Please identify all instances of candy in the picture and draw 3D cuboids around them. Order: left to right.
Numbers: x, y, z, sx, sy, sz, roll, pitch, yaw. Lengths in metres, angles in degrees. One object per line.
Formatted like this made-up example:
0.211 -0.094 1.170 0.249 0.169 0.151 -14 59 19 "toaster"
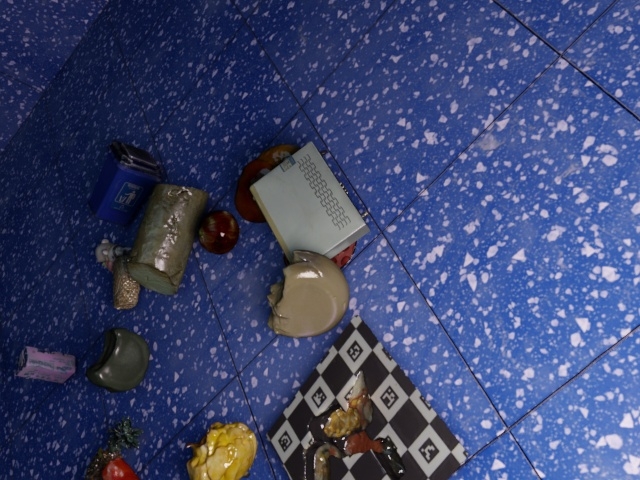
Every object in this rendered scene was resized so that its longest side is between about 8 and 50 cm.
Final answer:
-0.854 0.388 2.111 0.092 0.160 0.073 -41 45 32 "candy"

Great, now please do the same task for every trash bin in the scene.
-0.632 -0.184 2.164 0.234 0.163 0.184 -58 43 16 "trash bin"

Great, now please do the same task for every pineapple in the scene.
-0.548 0.572 1.785 0.221 0.083 0.103 -58 28 7 "pineapple"

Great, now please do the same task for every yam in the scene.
-0.425 -0.011 1.881 0.168 0.168 0.304 6 74 45 "yam"

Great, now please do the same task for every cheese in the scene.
-0.026 0.106 1.413 0.091 0.175 0.202 -99 8 -51 "cheese"

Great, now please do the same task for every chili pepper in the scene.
-0.475 0.609 1.673 0.272 0.071 0.063 38 125 29 "chili pepper"

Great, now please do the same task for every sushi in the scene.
0.082 0.384 1.283 0.343 0.064 0.359 -55 45 16 "sushi"

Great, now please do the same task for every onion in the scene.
-0.260 -0.018 1.766 0.119 0.119 0.117 37 131 46 "onion"

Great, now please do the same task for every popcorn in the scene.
-0.213 0.469 1.470 0.167 0.152 0.148 -51 1 -20 "popcorn"

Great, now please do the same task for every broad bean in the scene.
-0.118 -0.138 1.665 0.228 0.122 0.156 -39 67 28 "broad bean"

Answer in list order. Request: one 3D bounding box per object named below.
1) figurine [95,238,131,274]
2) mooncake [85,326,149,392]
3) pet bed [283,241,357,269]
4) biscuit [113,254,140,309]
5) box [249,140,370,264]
-0.637 0.053 2.131 0.146 0.081 0.098 13 125 41 "figurine"
-0.556 0.326 1.847 0.104 0.175 0.168 -6 110 39 "mooncake"
0.000 0.000 1.544 0.201 0.053 0.201 -17 59 32 "pet bed"
-0.581 0.124 2.034 0.082 0.070 0.168 -26 57 44 "biscuit"
-0.025 -0.074 1.510 0.211 0.045 0.270 -37 58 7 "box"
